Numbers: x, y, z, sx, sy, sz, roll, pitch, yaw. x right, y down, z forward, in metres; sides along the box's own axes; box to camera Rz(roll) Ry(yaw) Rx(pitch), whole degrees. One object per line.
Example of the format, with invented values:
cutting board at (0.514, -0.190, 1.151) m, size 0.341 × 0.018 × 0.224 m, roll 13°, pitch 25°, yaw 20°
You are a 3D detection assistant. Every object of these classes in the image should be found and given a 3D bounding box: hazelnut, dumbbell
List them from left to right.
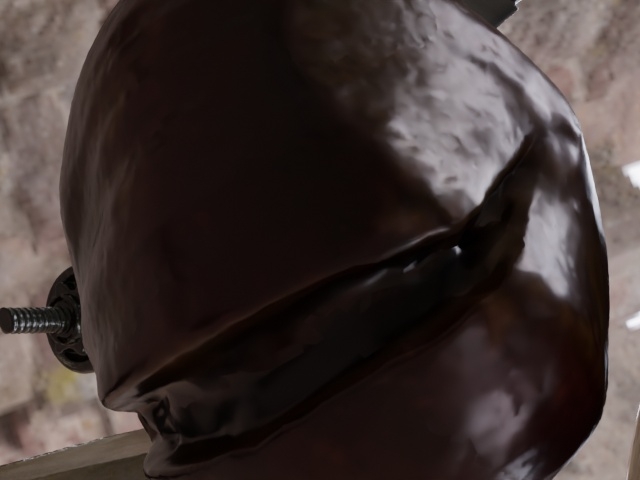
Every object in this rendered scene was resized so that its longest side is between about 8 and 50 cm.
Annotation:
dumbbell at (-0.129, 0.057, 1.170) m, size 0.081 × 0.254 × 0.082 m, roll -1°, pitch -91°, yaw 42°
hazelnut at (0.000, 0.000, 0.509) m, size 0.204 × 0.178 × 0.178 m, roll 58°, pitch -20°, yaw -2°

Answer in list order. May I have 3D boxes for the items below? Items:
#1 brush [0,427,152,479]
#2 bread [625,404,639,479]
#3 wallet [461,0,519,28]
brush at (-0.157, 0.126, 0.617) m, size 0.070 × 0.327 × 0.065 m, roll -1°, pitch -83°, yaw 49°
bread at (0.299, 0.077, 0.498) m, size 0.424 × 0.329 × 0.245 m, roll 17°, pitch -37°, yaw 35°
wallet at (0.150, -0.266, 1.201) m, size 0.170 × 0.231 × 0.069 m, roll 39°, pitch 28°, yaw -26°
